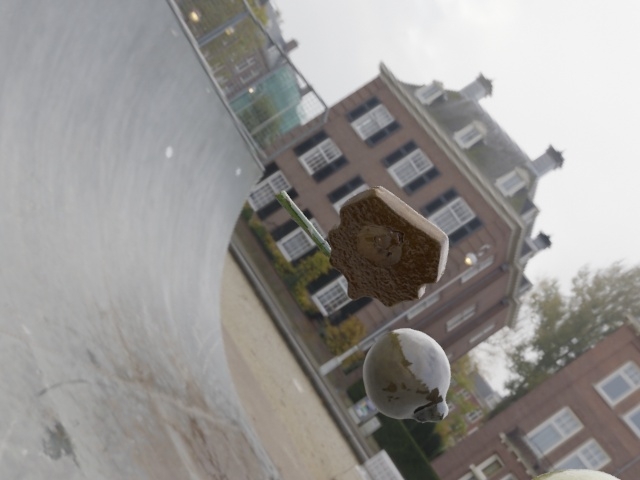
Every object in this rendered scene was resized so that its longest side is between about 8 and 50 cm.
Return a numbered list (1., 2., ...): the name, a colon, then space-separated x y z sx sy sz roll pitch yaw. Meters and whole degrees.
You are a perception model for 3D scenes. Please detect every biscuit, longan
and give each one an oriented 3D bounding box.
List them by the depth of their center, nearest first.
1. biscuit: 0.093 0.023 1.037 0.182 0.034 0.215 38 -44 6
2. longan: 0.180 0.282 1.379 0.204 0.185 0.159 48 19 18

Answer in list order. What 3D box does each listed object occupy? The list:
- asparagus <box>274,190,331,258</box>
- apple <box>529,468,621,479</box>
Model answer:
1. asparagus: 0.000 0.000 1.304 0.248 0.025 0.024 48 32 -13
2. apple: 0.489 0.561 1.305 0.258 0.294 0.234 3 65 -79
